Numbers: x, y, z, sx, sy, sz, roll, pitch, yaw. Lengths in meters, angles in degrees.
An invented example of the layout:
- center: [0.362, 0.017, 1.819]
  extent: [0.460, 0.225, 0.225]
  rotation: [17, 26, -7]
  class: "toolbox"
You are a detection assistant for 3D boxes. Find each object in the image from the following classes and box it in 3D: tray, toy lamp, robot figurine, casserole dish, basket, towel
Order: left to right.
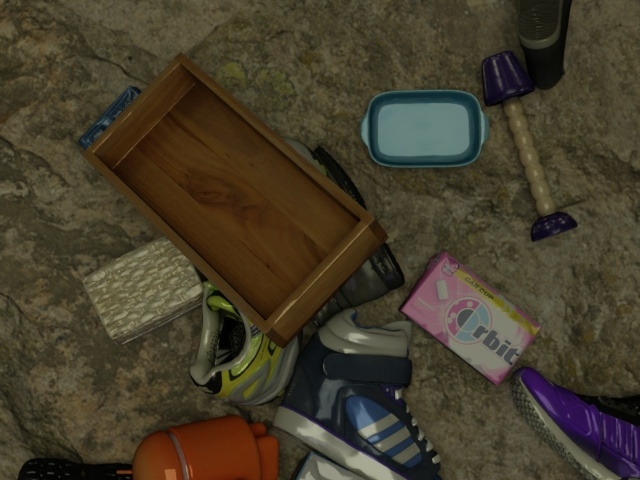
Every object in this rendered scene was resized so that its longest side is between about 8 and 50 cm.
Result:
- center: [-0.292, -0.165, 1.950]
  extent: [0.067, 0.029, 0.119]
  rotation: [43, 87, 0]
  class: "towel"
- center: [-0.247, 0.068, 1.903]
  extent: [0.167, 0.103, 0.113]
  rotation: [-28, 87, -1]
  class: "basket"
- center: [-0.169, 0.316, 1.866]
  extent: [0.219, 0.128, 0.158]
  rotation: [-9, 61, -25]
  class: "robot figurine"
- center: [-0.122, -0.062, 1.801]
  extent: [0.203, 0.076, 0.411]
  rotation: [-47, 60, -2]
  class: "tray"
- center: [0.151, -0.162, 1.954]
  extent: [0.188, 0.037, 0.114]
  rotation: [-1, 88, 0]
  class: "casserole dish"
- center: [0.300, -0.140, 1.936]
  extent: [0.080, 0.080, 0.275]
  rotation: [-19, 90, -2]
  class: "toy lamp"

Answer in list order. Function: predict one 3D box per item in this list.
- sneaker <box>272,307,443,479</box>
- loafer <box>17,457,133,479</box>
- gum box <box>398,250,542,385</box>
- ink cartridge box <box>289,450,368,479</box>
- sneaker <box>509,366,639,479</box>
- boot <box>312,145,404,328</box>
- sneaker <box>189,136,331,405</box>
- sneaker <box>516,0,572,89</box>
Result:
- center: [0.111, 0.237, 1.891]
  extent: [0.323, 0.130, 0.236]
  rotation: [33, 76, -11]
  class: "sneaker"
- center: [-0.323, 0.363, 1.911]
  extent: [0.223, 0.076, 0.078]
  rotation: [8, 123, -7]
  class: "loafer"
- center: [0.211, 0.110, 1.928]
  extent: [0.188, 0.062, 0.107]
  rotation: [38, 87, 1]
  class: "gum box"
- center: [0.008, 0.351, 1.864]
  extent: [0.104, 0.181, 0.061]
  rotation: [28, 74, 0]
  class: "ink cartridge box"
- center: [0.406, 0.263, 1.913]
  extent: [0.293, 0.102, 0.146]
  rotation: [44, 83, -4]
  class: "sneaker"
- center: [0.000, 0.000, 1.927]
  extent: [0.161, 0.083, 0.246]
  rotation: [-29, 84, 8]
  class: "boot"
- center: [-0.080, 0.045, 1.851]
  extent: [0.145, 0.147, 0.385]
  rotation: [10, 91, 31]
  class: "sneaker"
- center: [0.329, -0.335, 1.952]
  extent: [0.083, 0.118, 0.222]
  rotation: [7, 58, 18]
  class: "sneaker"
